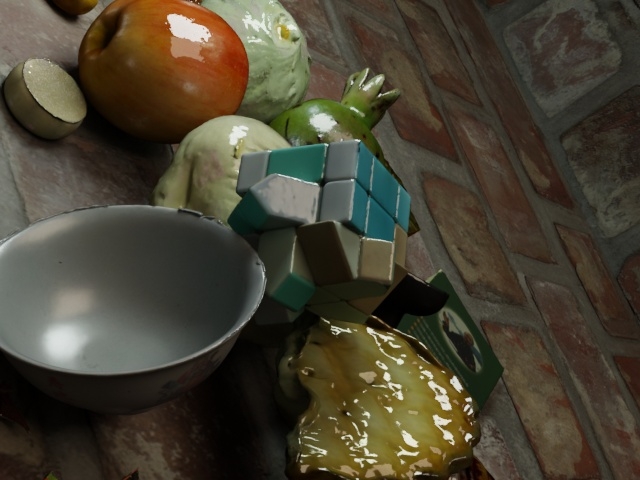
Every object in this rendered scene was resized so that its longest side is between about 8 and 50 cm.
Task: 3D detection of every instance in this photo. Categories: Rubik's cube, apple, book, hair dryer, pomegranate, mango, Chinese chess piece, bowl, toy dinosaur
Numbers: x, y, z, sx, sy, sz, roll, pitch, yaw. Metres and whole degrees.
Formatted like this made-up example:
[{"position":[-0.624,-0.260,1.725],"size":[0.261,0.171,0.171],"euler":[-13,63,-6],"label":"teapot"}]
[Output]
[{"position":[0.000,0.000,1.451],"size":[0.265,0.224,0.213],"euler":[40,52,-52],"label":"Rubik's cube"},{"position":[-0.246,-0.274,1.719],"size":[0.241,0.242,0.242],"euler":[20,44,-47],"label":"apple"},{"position":[0.238,0.227,2.181],"size":[0.260,0.043,0.371],"euler":[58,28,-2],"label":"book"},{"position":[0.050,0.161,1.743],"size":[0.156,0.320,0.284],"euler":[29,8,-6],"label":"hair dryer"},{"position":[0.013,-0.175,1.974],"size":[0.242,0.242,0.306],"euler":[20,86,-50],"label":"pomegranate"},{"position":[-0.406,-0.413,1.793],"size":[0.114,0.060,0.080],"euler":[42,27,-18],"label":"mango"},{"position":[-0.393,-0.202,1.598],"size":[0.122,0.051,0.122],"euler":[39,30,-28],"label":"Chinese chess piece"},{"position":[-0.237,0.107,1.343],"size":[0.345,0.345,0.157],"euler":[-72,167,-57],"label":"bowl"},{"position":[-0.402,0.140,1.233],"size":[0.220,0.032,0.108],"euler":[48,31,-12],"label":"toy dinosaur"}]

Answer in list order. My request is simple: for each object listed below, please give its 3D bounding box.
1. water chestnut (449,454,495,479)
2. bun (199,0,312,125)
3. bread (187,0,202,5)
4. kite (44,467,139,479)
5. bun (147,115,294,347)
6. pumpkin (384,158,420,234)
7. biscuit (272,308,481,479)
[{"position":[0.112,0.399,1.542],"size":[0.289,0.289,0.244],"euler":[52,30,-8],"label":"water chestnut"},{"position":[-0.103,-0.333,2.018],"size":[0.283,0.179,0.283],"euler":[28,57,-56],"label":"bun"},{"position":[-0.219,-0.418,2.106],"size":[0.193,0.064,0.193],"euler":[42,32,-34],"label":"bread"},{"position":[-0.254,0.338,1.282],"size":[0.183,0.014,0.241],"euler":[52,27,-3],"label":"kite"},{"position":[-0.123,-0.007,1.654],"size":[0.361,0.213,0.361],"euler":[22,63,-54],"label":"bun"},{"position":[0.092,-0.098,2.229],"size":[0.258,0.095,0.290],"euler":[33,31,-31],"label":"pumpkin"},{"position":[0.039,0.215,1.452],"size":[0.329,0.078,0.335],"euler":[35,37,21],"label":"biscuit"}]
